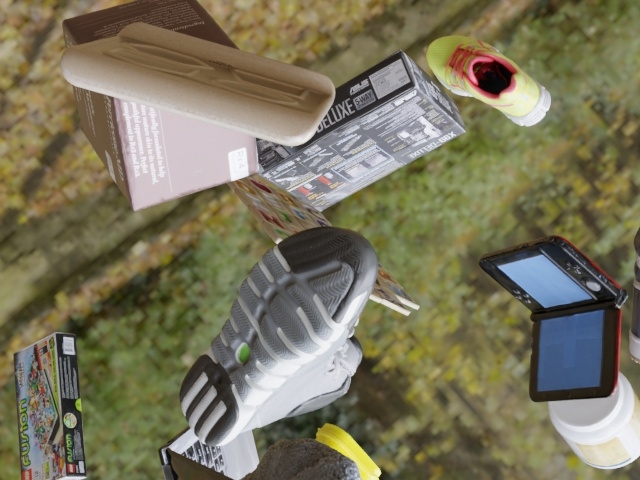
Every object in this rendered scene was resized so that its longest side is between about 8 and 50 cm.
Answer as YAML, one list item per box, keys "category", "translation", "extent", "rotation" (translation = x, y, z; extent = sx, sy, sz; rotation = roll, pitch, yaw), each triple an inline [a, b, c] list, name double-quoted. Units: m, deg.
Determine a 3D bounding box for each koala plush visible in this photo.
- category: "koala plush"
  translation: [0.009, 0.327, 1.350]
  extent: [0.196, 0.221, 0.203]
  rotation: [-15, -136, 32]

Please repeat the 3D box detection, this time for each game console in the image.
- category: "game console"
  translation: [0.197, 0.071, 1.208]
  extent: [0.085, 0.124, 0.144]
  rotation: [-55, -167, -20]

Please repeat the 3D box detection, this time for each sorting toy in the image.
- category: "sorting toy"
  translation: [-0.089, -0.120, 1.076]
  extent: [0.208, 0.193, 0.038]
  rotation: [-71, 176, -73]

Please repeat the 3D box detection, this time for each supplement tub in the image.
- category: "supplement tub"
  translation: [0.466, 0.290, 2.309]
  extent: [0.144, 0.144, 0.199]
  rotation: [-42, 144, 0]

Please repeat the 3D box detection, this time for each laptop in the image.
- category: "laptop"
  translation: [-0.080, 0.466, 2.081]
  extent: [0.236, 0.382, 0.408]
  rotation: [-6, -167, 26]

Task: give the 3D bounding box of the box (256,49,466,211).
- category: "box"
  translation: [0.065, -0.177, 2.313]
  extent: [0.307, 0.076, 0.242]
  rotation: [-29, 156, 17]

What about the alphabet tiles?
- category: "alphabet tiles"
  translation: [0.000, 0.000, 2.073]
  extent: [0.011, 0.285, 0.342]
  rotation: [-57, -145, 11]

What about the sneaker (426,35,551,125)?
- category: "sneaker"
  translation: [0.214, -0.231, 1.840]
  extent: [0.094, 0.208, 0.081]
  rotation: [27, 95, -51]

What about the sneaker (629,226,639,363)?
- category: "sneaker"
  translation: [0.432, 0.020, 1.448]
  extent: [0.282, 0.153, 0.099]
  rotation: [-20, -158, -34]

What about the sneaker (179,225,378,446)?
- category: "sneaker"
  translation: [-0.003, 0.066, 1.039]
  extent: [0.132, 0.086, 0.228]
  rotation: [-3, 145, -46]

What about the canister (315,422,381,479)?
- category: "canister"
  translation: [0.002, 0.399, 2.200]
  extent: [0.170, 0.126, 0.073]
  rotation: [-49, -156, -21]

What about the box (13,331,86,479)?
- category: "box"
  translation: [-0.383, 0.245, 1.936]
  extent: [0.036, 0.207, 0.114]
  rotation: [11, 153, -43]

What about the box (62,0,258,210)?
- category: "box"
  translation: [-0.193, -0.175, 1.651]
  extent: [0.167, 0.203, 0.168]
  rotation: [-18, 130, -18]
